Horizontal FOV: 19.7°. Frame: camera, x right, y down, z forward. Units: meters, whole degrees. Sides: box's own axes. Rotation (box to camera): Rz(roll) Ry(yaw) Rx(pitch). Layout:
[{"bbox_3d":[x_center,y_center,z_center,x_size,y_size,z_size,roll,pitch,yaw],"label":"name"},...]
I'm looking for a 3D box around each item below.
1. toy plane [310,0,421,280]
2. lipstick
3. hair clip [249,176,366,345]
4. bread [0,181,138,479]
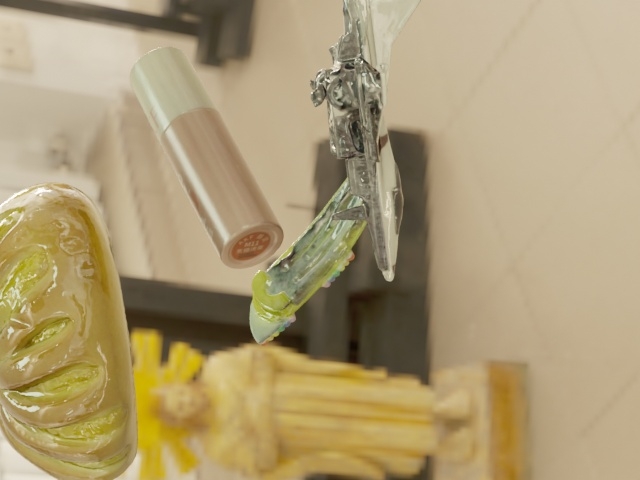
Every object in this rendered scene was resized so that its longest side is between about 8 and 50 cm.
[{"bbox_3d":[0.027,-0.086,1.333,0.160,0.082,0.234,-133,47,-74],"label":"toy plane"},{"bbox_3d":[-0.120,-0.088,1.884,0.070,0.070,0.254,-58,48,38],"label":"lipstick"},{"bbox_3d":[0.000,0.000,1.492,0.188,0.033,0.060,-53,43,9],"label":"hair clip"},{"bbox_3d":[-0.282,0.106,1.929,0.333,0.160,0.333,169,90,-81],"label":"bread"}]
